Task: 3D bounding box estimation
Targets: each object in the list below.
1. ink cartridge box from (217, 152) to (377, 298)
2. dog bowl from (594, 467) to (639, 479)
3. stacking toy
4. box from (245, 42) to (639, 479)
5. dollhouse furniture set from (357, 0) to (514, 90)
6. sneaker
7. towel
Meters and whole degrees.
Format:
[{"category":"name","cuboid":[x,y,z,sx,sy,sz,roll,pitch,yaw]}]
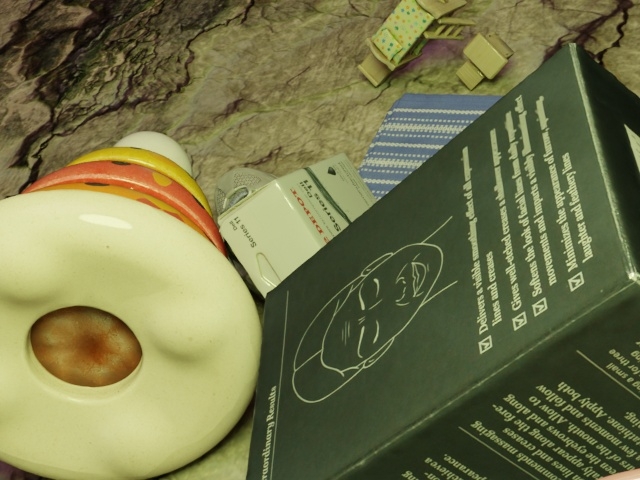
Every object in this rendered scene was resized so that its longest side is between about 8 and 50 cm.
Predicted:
[{"category":"ink cartridge box","cuboid":[0.000,0.000,1.213,0.087,0.153,0.208,-34,-1,25]},{"category":"dog bowl","cuboid":[0.224,0.305,0.636,0.408,0.150,0.408,-13,42,12]},{"category":"stacking toy","cuboid":[-0.234,0.003,1.277,0.351,0.350,0.480,-15,31,9]},{"category":"box","cuboid":[0.143,0.090,0.930,0.395,0.212,0.293,-39,28,30]},{"category":"dollhouse furniture set","cuboid":[0.144,-0.241,1.562,0.182,0.161,0.101,-48,-8,37]},{"category":"sneaker","cuboid":[-0.077,-0.020,1.359,0.105,0.115,0.281,-50,37,10]},{"category":"towel","cuboid":[0.156,-0.073,1.412,0.243,0.040,0.336,4,46,27]}]
